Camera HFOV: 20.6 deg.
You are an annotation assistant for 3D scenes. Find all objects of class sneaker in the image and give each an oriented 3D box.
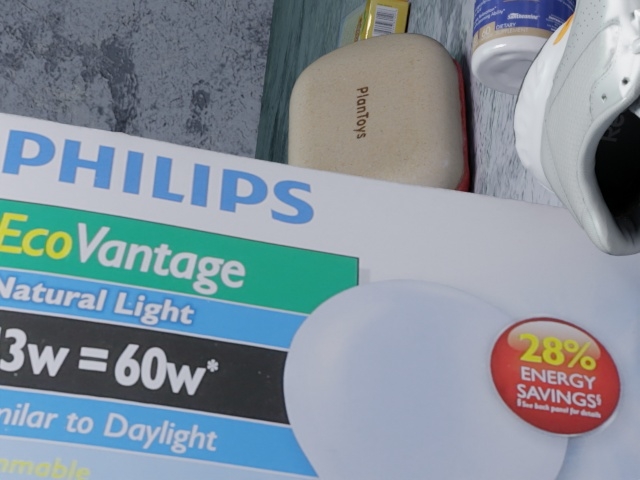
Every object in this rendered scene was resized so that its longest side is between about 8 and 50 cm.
[{"bbox_3d":[0.157,-0.112,0.788,0.121,0.099,0.262,-108,18,-57],"label":"sneaker"}]

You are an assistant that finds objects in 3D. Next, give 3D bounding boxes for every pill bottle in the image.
[{"bbox_3d":[0.134,-0.161,1.152,0.067,0.067,0.120,113,163,-65],"label":"pill bottle"}]

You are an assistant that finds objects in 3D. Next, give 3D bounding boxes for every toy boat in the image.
[{"bbox_3d":[0.059,-0.064,1.482,0.151,0.151,0.231,64,-160,-44],"label":"toy boat"}]

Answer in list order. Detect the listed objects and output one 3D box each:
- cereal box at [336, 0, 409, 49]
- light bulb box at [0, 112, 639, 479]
[{"bbox_3d":[0.046,-0.173,1.958,0.240,0.047,0.173,-165,84,-83],"label":"cereal box"},{"bbox_3d":[-0.025,0.162,0.879,0.225,0.358,0.361,111,164,-54],"label":"light bulb box"}]
